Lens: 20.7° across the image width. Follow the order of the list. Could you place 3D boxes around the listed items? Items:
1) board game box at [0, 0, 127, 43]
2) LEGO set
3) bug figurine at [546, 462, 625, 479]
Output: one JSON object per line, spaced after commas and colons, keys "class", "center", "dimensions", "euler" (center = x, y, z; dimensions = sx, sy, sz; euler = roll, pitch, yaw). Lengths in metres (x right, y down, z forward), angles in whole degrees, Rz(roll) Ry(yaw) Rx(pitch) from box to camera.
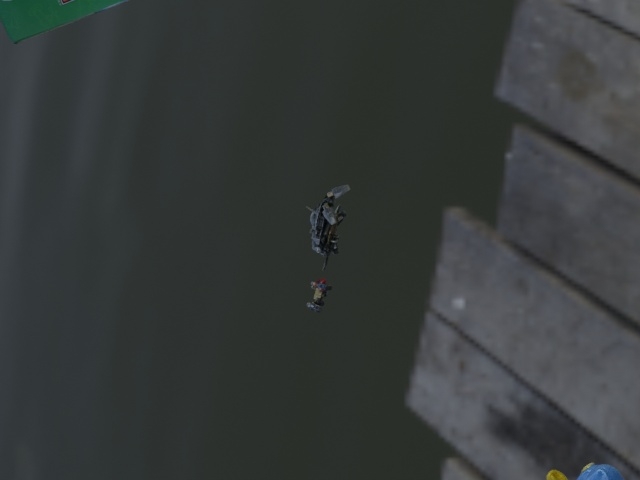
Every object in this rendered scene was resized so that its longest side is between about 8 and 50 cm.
{"class": "board game box", "center": [-0.040, -0.203, 0.992], "dimensions": [0.213, 0.317, 0.046], "euler": [-18, 106, 17]}
{"class": "LEGO set", "center": [-0.001, 0.002, 1.064], "dimensions": [0.054, 0.023, 0.083], "euler": [-39, -35, -77]}
{"class": "bug figurine", "center": [0.264, 0.122, 1.021], "dimensions": [0.216, 0.072, 0.279], "euler": [27, 131, 9]}
